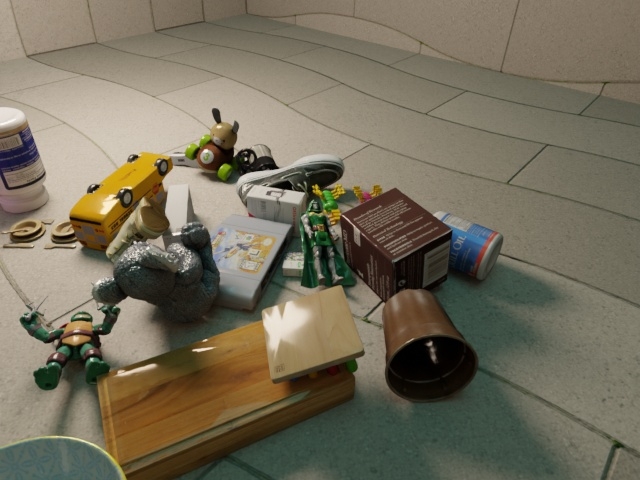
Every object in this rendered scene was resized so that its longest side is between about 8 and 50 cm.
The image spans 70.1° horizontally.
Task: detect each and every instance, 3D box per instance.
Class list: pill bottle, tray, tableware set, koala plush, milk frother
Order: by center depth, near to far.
[{"bbox_3d":[-0.166,0.264,0.822,0.411,0.076,0.203,-17,41,-21],"label":"tray"},{"bbox_3d":[-0.323,0.069,0.914,0.196,0.221,0.203,-27,77,8],"label":"koala plush"},{"bbox_3d":[0.327,0.000,1.143,0.221,0.124,0.124,26,43,29],"label":"pill bottle"},{"bbox_3d":[-0.730,-0.033,1.214,0.194,0.039,0.128,0,37,-2],"label":"tableware set"},{"bbox_3d":[-0.864,-0.219,1.268,0.153,0.265,0.153,2,37,-2],"label":"pill bottle"},{"bbox_3d":[-0.207,-0.260,1.445,0.129,0.143,0.135,-16,43,-11],"label":"milk frother"}]

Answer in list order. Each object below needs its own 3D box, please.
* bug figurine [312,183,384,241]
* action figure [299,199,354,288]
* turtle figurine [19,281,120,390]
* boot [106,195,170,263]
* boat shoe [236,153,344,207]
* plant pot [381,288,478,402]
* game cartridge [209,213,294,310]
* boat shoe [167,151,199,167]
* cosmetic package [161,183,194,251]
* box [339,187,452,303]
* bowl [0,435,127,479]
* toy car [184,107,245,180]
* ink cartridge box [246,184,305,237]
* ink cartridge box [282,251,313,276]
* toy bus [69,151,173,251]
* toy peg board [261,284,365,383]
[{"bbox_3d":[0.093,-0.074,1.271,0.279,0.072,0.216,-2,44,-13],"label":"bug figurine"},{"bbox_3d":[0.000,0.000,1.111,0.137,0.063,0.232,3,57,-27],"label":"action figure"},{"bbox_3d":[-0.470,0.181,0.882,0.175,0.118,0.234,-17,35,-15],"label":"turtle figurine"},{"bbox_3d":[-0.438,-0.006,1.082,0.165,0.077,0.213,-52,29,4],"label":"boot"},{"bbox_3d":[-0.079,-0.158,1.361,0.335,0.121,0.119,-17,48,-6],"label":"boat shoe"},{"bbox_3d":[0.191,0.188,0.874,0.167,0.167,0.165,-1,30,-4],"label":"plant pot"},{"bbox_3d":[-0.203,0.040,1.125,0.198,0.062,0.297,13,40,8],"label":"game cartridge"},{"bbox_3d":[-0.448,-0.278,1.539,0.142,0.049,0.040,6,37,9],"label":"boat shoe"},{"bbox_3d":[-0.371,-0.045,1.198,0.060,0.099,0.239,-8,38,-8],"label":"cosmetic package"},{"bbox_3d":[0.172,0.017,1.063,0.167,0.168,0.203,-27,45,-19],"label":"box"},{"bbox_3d":[-0.361,0.412,0.552,0.289,0.156,0.289,1,37,0],"label":"bowl"},{"bbox_3d":[-0.318,-0.317,1.446,0.155,0.188,0.149,32,42,3],"label":"toy car"},{"bbox_3d":[-0.117,-0.080,1.241,0.150,0.109,0.063,10,37,11],"label":"ink cartridge box"},{"bbox_3d":[-0.034,0.060,1.128,0.115,0.029,0.063,2,38,1],"label":"ink cartridge box"},{"bbox_3d":[-0.533,-0.123,1.264,0.108,0.130,0.333,10,38,12],"label":"toy bus"},{"bbox_3d":[-0.011,0.184,0.828,0.160,0.079,0.161,-18,39,0],"label":"toy peg board"}]
